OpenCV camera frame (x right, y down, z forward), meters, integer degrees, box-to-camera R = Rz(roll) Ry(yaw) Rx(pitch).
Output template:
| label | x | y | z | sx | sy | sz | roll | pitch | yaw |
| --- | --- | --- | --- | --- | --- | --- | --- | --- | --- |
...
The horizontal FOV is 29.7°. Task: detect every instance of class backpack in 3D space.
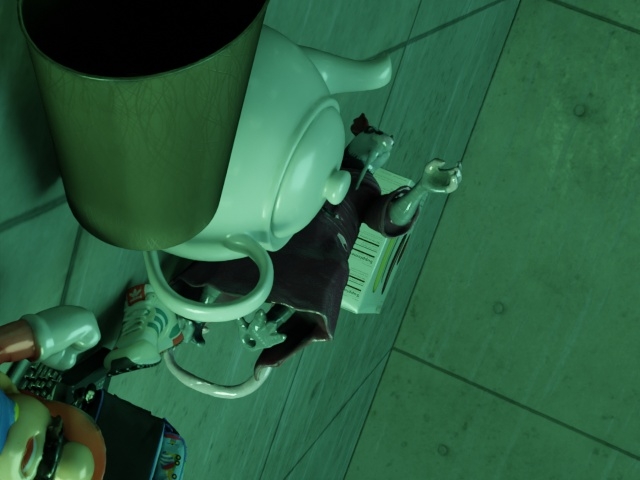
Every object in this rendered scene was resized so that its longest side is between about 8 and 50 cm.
| label | x | y | z | sx | sy | sz | roll | pitch | yaw |
| --- | --- | --- | --- | --- | --- | --- | --- | --- | --- |
| backpack | -0.217 | 0.234 | 1.095 | 0.173 | 0.117 | 0.158 | -36 | -146 | 47 |

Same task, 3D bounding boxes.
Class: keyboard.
| label | x | y | z | sx | sy | sz | roll | pitch | yaw |
| --- | --- | --- | --- | --- | --- | --- | --- | --- | --- |
| keyboard | -0.285 | 0.187 | 1.075 | 0.180 | 0.023 | 0.108 | -61 | 166 | -19 |

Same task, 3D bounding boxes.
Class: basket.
| label | x | y | z | sx | sy | sz | roll | pitch | yaw |
| --- | --- | --- | --- | --- | --- | --- | --- | --- | --- |
| basket | -0.129 | -0.109 | 0.910 | 0.204 | 0.154 | 0.227 | -50 | 164 | -34 |

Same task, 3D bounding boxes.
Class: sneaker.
| label | x | y | z | sx | sy | sz | roll | pitch | yaw |
| --- | --- | --- | --- | --- | --- | --- | --- | --- | --- |
| sneaker | -0.186 | 0.086 | 1.216 | 0.161 | 0.057 | 0.075 | -38 | 113 | -77 |

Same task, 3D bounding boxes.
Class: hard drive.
| label | x | y | z | sx | sy | sz | roll | pitch | yaw |
| --- | --- | --- | --- | --- | --- | --- | --- | --- | --- |
| hard drive | -0.248 | 0.183 | 1.212 | 0.094 | 0.022 | 0.135 | -38 | 149 | -65 |

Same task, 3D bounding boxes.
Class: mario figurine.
| label | x | y | z | sx | sy | sz | roll | pitch | yaw |
| --- | --- | --- | --- | --- | --- | --- | --- | --- | --- |
| mario figurine | -0.230 | 0.136 | 0.853 | 0.198 | 0.170 | 0.320 | -39 | 157 | -4 |

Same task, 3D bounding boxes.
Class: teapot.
| label | x | y | z | sx | sy | sz | roll | pitch | yaw |
| --- | --- | --- | --- | --- | --- | --- | --- | --- | --- |
| teapot | -0.063 | -0.076 | 1.138 | 0.256 | 0.187 | 0.252 | -69 | 167 | 16 |

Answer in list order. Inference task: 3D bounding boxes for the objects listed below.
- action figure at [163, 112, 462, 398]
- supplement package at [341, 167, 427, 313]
| label | x | y | z | sx | sy | sz | roll | pitch | yaw |
| --- | --- | --- | --- | --- | --- | --- | --- | --- | --- |
| action figure | 0.000 | 0.000 | 1.395 | 0.370 | 0.248 | 0.275 | -53 | 163 | -37 |
| supplement package | 0.043 | -0.012 | 1.766 | 0.194 | 0.149 | 0.203 | 12 | 100 | -77 |
